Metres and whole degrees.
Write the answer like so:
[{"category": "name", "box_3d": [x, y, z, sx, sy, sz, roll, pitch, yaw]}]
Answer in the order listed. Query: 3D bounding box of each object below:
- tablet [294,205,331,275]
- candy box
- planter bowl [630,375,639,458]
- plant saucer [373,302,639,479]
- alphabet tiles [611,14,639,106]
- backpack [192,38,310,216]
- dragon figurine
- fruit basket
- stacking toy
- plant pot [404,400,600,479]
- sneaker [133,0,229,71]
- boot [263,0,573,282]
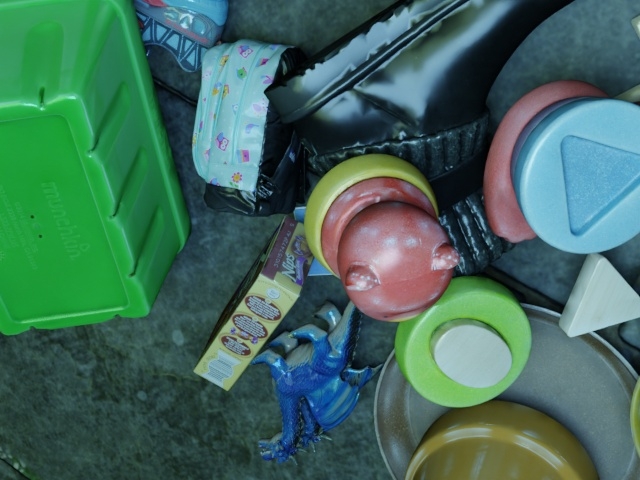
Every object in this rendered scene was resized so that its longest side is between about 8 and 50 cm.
[{"category": "tablet", "box_3d": [0.000, 0.000, 1.007, 0.054, 0.006, 0.083, -3, 106, 25]}, {"category": "candy box", "box_3d": [-0.071, 0.073, 0.983, 0.053, 0.109, 0.187, 29, 129, -6]}, {"category": "planter bowl", "box_3d": [0.410, 0.159, 0.822, 0.217, 0.090, 0.217, 7, 108, 23]}, {"category": "plant saucer", "box_3d": [0.212, 0.205, 0.953, 0.310, 0.050, 0.311, 8, 110, 23]}, {"category": "alphabet tiles", "box_3d": [0.435, -0.087, 0.777, 0.285, 0.011, 0.343, -27, 94, 30]}, {"category": "backpack", "box_3d": [-0.069, -0.120, 0.924, 0.115, 0.152, 0.182, 7, 97, 9]}, {"category": "dragon figurine", "box_3d": [0.013, 0.155, 1.005, 0.289, 0.085, 0.144, -38, 91, 34]}, {"category": "fruit basket", "box_3d": [-0.314, -0.126, 0.985, 0.282, 0.392, 0.392, -8, 105, -1]}, {"category": "stacking toy", "box_3d": [0.171, 0.030, 0.751, 0.308, 0.130, 0.280, -25, 114, 0]}, {"category": "plant pot", "box_3d": [0.164, 0.293, 0.868, 0.205, 0.188, 0.205, 8, 110, 22]}, {"category": "sneaker", "box_3d": [-0.229, -0.253, 0.976, 0.261, 0.104, 0.125, 18, 117, 20]}, {"category": "boot", "box_3d": [0.147, -0.116, 0.827, 0.348, 0.131, 0.260, -30, 104, 15]}]
